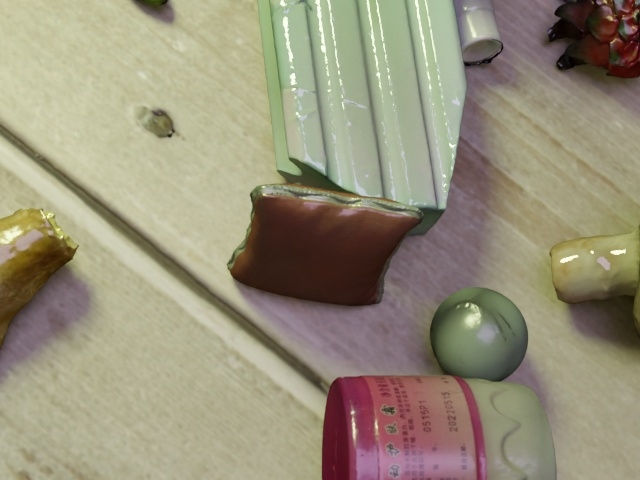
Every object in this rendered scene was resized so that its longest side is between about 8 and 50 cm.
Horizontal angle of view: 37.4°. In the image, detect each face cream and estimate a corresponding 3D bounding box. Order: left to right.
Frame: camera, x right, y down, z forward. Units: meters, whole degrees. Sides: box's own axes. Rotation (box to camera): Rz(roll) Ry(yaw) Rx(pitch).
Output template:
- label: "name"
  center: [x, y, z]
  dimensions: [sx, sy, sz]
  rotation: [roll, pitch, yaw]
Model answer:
- label: "face cream"
  center: [0.107, 0.219, 0.913]
  dimensions: [0.194, 0.175, 0.175]
  rotation: [1, 74, -8]
- label: "face cream"
  center: [0.160, -0.329, 1.140]
  dimensions: [0.092, 0.058, 0.244]
  rotation: [-10, 71, -6]

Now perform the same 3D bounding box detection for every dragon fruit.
- label: "dragon fruit"
  center: [0.355, -0.254, 1.119]
  dimensions: [0.130, 0.121, 0.142]
  rotation: [-36, 59, -23]

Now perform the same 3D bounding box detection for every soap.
- label: "soap"
  center: [0.048, -0.181, 1.044]
  dimensions: [0.208, 0.115, 0.347]
  rotation: [-5, 75, -12]

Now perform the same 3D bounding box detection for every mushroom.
- label: "mushroom"
  center: [0.373, 0.026, 1.025]
  dimensions: [0.206, 0.209, 0.207]
  rotation: [4, 83, -37]

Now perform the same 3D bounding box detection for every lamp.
- label: "lamp"
  center: [0.166, 0.102, 0.992]
  dimensions: [0.105, 0.105, 0.105]
  rotation: [2, 74, -9]

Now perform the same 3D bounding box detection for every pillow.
- label: "pillow"
  center: [0.000, 0.000, 0.958]
  dimensions: [0.171, 0.179, 0.075]
  rotation: [10, 57, -9]

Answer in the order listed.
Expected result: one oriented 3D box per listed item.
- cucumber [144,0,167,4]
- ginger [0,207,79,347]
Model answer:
- label: "cucumber"
  center: [-0.240, -0.374, 1.085]
  dimensions: [0.056, 0.056, 0.250]
  rotation: [-22, 81, -15]
- label: "ginger"
  center: [-0.414, 0.077, 0.871]
  dimensions: [0.375, 0.166, 0.236]
  rotation: [-1, 74, -14]
